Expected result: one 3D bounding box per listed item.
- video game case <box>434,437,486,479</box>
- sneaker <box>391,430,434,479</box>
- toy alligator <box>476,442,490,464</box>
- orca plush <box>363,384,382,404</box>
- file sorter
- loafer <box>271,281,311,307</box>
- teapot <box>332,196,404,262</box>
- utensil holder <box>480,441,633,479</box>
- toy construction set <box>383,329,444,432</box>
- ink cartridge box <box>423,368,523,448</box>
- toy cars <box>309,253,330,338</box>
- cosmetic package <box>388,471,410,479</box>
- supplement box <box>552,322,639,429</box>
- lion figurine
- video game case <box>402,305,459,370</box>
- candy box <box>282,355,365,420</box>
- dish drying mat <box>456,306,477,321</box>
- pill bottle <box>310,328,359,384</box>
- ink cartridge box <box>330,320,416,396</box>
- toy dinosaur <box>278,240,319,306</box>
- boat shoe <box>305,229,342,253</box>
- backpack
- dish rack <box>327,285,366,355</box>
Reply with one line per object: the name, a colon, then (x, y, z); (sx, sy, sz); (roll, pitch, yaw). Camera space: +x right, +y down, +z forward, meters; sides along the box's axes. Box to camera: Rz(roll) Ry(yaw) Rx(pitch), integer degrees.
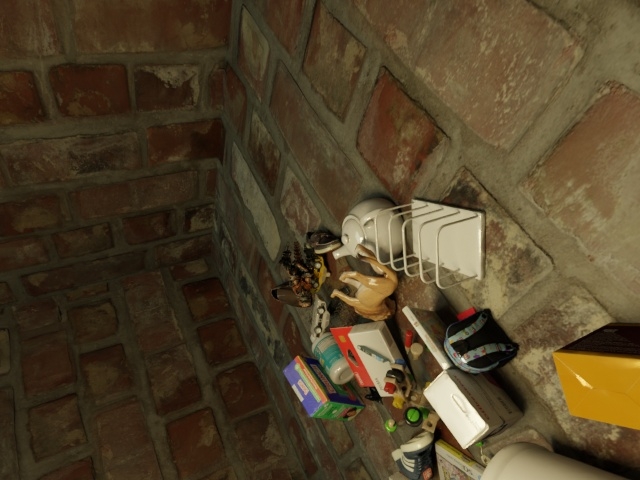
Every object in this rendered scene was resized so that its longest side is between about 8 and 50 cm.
video game case: (0.498, 0.853, 1.504); (0.248, 0.035, 0.274); (9, 111, 61)
sneaker: (0.368, 0.802, 1.625); (0.148, 0.131, 0.350); (58, 163, 28)
toy alligator: (0.484, 0.596, 1.390); (0.051, 0.056, 0.189); (16, -127, -74)
orca plush: (0.208, 0.580, 1.850); (0.151, 0.102, 0.287); (51, 145, 39)
file sorter: (0.309, 0.006, 1.288); (0.278, 0.173, 0.192); (23, 123, 57)
loafer: (-0.163, 0.306, 2.396); (0.366, 0.130, 0.133); (-6, 98, 63)
teapot: (0.160, -0.026, 1.542); (0.252, 0.187, 0.256); (32, 130, 53)
utensil holder: (0.582, 0.644, 0.930); (0.385, 0.328, 0.327); (-14, 91, 61)
toy construction set: (0.330, 0.489, 1.480); (0.237, 0.258, 0.308); (80, -173, -51)
ink cartridge box: (0.418, 0.445, 1.211); (0.100, 0.237, 0.172); (-54, 50, 22)
toy cars: (0.003, 0.239, 1.998); (0.176, 0.087, 0.393); (121, 149, -61)
cosmetic package: (0.363, 1.114, 1.868); (0.099, 0.060, 0.239); (-5, 99, 65)
supplement box: (0.595, 0.245, 0.831); (0.191, 0.194, 0.129); (-20, 85, 63)
lion figurine: (0.181, 0.166, 1.522); (0.240, 0.142, 0.392); (26, 157, 4)
video game case: (0.354, 0.290, 1.321); (0.026, 0.227, 0.206); (-45, 56, 19)
candy box: (0.019, 0.679, 2.037); (0.122, 0.317, 0.268); (-51, 47, 10)
dish drying mat: (0.440, 0.226, 1.329); (0.032, 0.008, 0.083); (67, 153, 18)
pill bottle: (0.055, 0.528, 2.072); (0.264, 0.146, 0.146); (47, 142, 44)
ink cartridge box: (0.184, 0.454, 1.677); (0.261, 0.066, 0.296); (-17, 106, 38)
toy dinosaur: (-0.101, 0.133, 1.982); (0.322, 0.164, 0.218); (53, 160, 36)
boat shoe: (0.000, 0.000, 1.962); (0.285, 0.103, 0.092); (4, 111, 68)
backpack: (0.419, 0.293, 1.219); (0.158, 0.173, 0.117); (58, 148, 30)
dish rack: (0.124, 0.359, 1.940); (0.271, 0.074, 0.208); (59, 150, 26)
